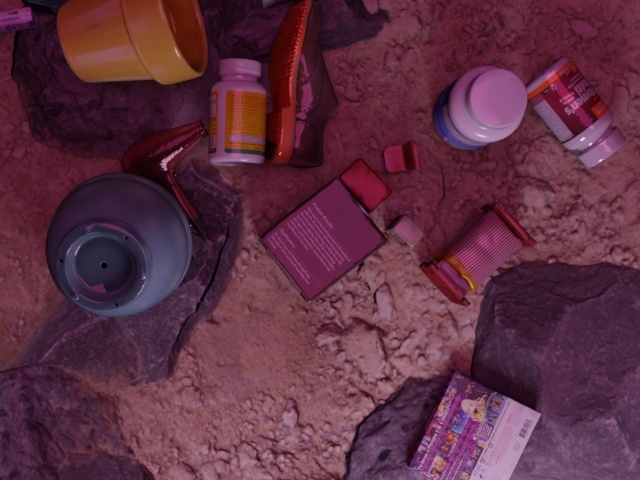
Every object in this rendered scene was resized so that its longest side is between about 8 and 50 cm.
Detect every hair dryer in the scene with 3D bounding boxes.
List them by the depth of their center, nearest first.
[{"bbox_3d":[-0.311,-0.119,1.875,0.223,0.080,0.294,21,103,-7],"label":"hair dryer"}]

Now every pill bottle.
[{"bbox_3d":[0.322,-0.267,1.816,0.152,0.272,0.152,0,89,-4],"label":"pill bottle"},{"bbox_3d":[-0.168,-0.260,1.842,0.117,0.117,0.209,1,89,-4],"label":"pill bottle"},{"bbox_3d":[0.537,-0.270,1.907,0.121,0.121,0.221,-40,92,-3],"label":"pill bottle"}]

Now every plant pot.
[{"bbox_3d":[-0.407,0.028,1.767,0.292,0.196,0.293,0,104,-1],"label":"plant pot"},{"bbox_3d":[-0.379,-0.422,1.794,0.238,0.254,0.254,-11,90,12],"label":"plant pot"}]

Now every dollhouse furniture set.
[{"bbox_3d":[0.232,-0.061,1.867,0.201,0.152,0.374,-44,93,-3],"label":"dollhouse furniture set"}]

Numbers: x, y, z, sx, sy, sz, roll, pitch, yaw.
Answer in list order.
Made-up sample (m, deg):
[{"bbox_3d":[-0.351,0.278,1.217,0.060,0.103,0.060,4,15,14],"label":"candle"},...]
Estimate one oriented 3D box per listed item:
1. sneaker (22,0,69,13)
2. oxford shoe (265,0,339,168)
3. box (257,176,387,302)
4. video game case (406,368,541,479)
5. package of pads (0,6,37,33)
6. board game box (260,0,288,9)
[{"bbox_3d":[-0.509,-0.538,1.870,0.223,0.083,0.098,-9,63,-2],"label":"sneaker"},{"bbox_3d":[-0.031,-0.330,1.883,0.132,0.130,0.364,7,93,-25],"label":"oxford shoe"},{"bbox_3d":[0.000,0.000,1.843,0.203,0.167,0.168,-37,92,-4],"label":"box"},{"bbox_3d":[0.327,0.423,1.926,0.210,0.042,0.232,26,88,-4],"label":"video game case"},{"bbox_3d":[-0.630,-0.454,1.860,0.083,0.050,0.032,-12,85,-4],"label":"package of pads"},{"bbox_3d":[-0.062,-0.666,1.881,0.224,0.097,0.304,-18,91,-3],"label":"board game box"}]
